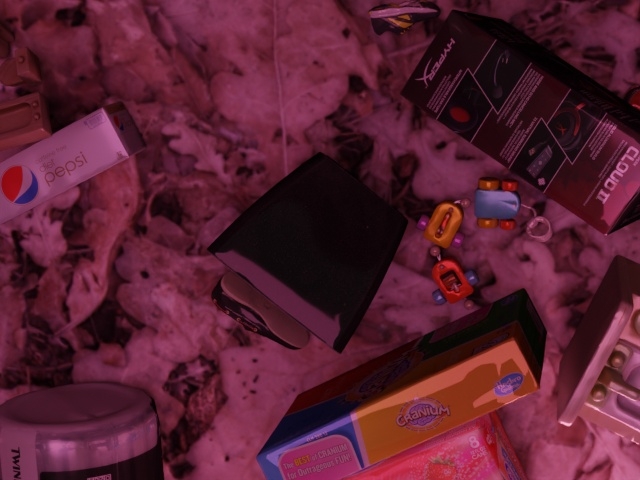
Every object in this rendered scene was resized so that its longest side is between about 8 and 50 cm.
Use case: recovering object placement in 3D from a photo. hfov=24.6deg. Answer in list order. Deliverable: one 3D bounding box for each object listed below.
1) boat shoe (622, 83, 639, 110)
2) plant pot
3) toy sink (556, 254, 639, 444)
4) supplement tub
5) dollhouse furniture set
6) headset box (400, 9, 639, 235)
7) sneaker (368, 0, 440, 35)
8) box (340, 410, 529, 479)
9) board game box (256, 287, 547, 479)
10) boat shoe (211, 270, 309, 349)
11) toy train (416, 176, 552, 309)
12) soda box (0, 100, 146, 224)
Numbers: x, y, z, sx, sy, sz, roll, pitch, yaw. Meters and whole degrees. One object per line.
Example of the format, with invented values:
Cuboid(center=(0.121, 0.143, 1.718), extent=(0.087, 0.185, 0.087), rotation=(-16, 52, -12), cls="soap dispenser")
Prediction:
Cuboid(center=(0.359, -0.108, 1.669), extent=(0.049, 0.043, 0.137), rotation=(8, 102, 10), cls="boat shoe")
Cuboid(center=(0.000, 0.000, 1.692), extent=(0.188, 0.187, 0.167), rotation=(37, 92, 1), cls="plant pot")
Cuboid(center=(0.354, 0.131, 1.622), extent=(0.131, 0.234, 0.153), rotation=(26, 104, 4), cls="toy sink")
Cuboid(center=(-0.289, 0.359, 1.797), extent=(0.207, 0.207, 0.338), rotation=(-1, 101, 10), cls="supplement tub")
Cuboid(center=(-0.411, -0.193, 1.713), extent=(0.144, 0.123, 0.151), rotation=(-14, 69, 12), cls="dollhouse furniture set")
Cuboid(center=(0.258, -0.120, 1.564), extent=(0.293, 0.218, 0.110), rotation=(36, 106, 14), cls="headset box")
Cuboid(center=(0.098, -0.256, 1.692), extent=(0.083, 0.031, 0.035), rotation=(-2, 115, 14), cls="sneaker")
Cuboid(center=(0.091, 0.317, 1.755), extent=(0.300, 0.142, 0.154), rotation=(-24, 96, 14), cls="box")
Cuboid(center=(0.100, 0.173, 1.672), extent=(0.316, 0.242, 0.064), rotation=(-27, 95, 14), cls="board game box")
Cuboid(center=(-0.073, 0.090, 1.788), extent=(0.133, 0.049, 0.042), rotation=(36, 133, -6), cls="boat shoe")
Cuboid(center=(0.185, -0.003, 1.722), extent=(0.166, 0.046, 0.125), rotation=(-36, 95, 18), cls="toy train")
Cuboid(center=(-0.324, -0.089, 1.776), extent=(0.216, 0.074, 0.069), rotation=(-25, 97, 14), cls="soda box")
